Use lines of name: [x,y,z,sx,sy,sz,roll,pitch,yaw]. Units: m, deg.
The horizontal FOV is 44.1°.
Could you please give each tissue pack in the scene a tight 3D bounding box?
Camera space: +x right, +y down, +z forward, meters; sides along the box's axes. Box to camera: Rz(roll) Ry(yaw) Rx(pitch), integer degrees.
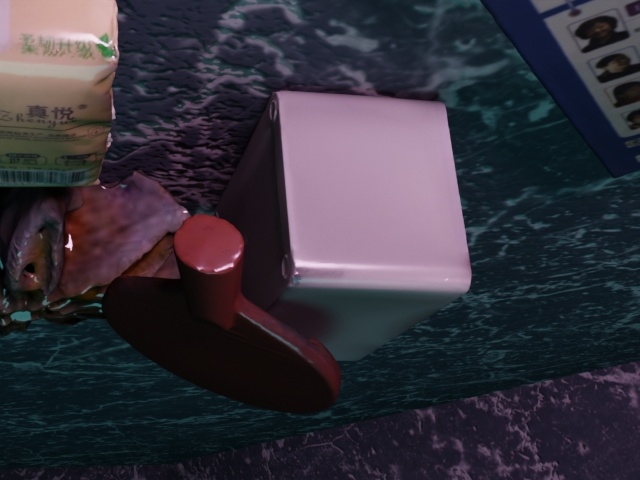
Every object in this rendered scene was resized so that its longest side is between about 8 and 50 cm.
tissue pack: [0.000,0.001,0.666,0.136,0.159,0.246,2,159,-18]
tissue pack: [-0.227,-0.092,0.430,0.222,0.090,0.186,1,161,-17]

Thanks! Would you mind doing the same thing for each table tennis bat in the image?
table tennis bat: [-0.077,0.071,0.595,0.201,0.038,0.310,19,153,4]

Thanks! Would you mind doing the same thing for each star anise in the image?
star anise: [-0.252,0.011,0.673,0.332,0.117,0.331,-10,169,-2]

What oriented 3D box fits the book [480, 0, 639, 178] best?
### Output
book: [0.278,-0.157,0.491,0.300,0.039,0.428,-18,158,27]
